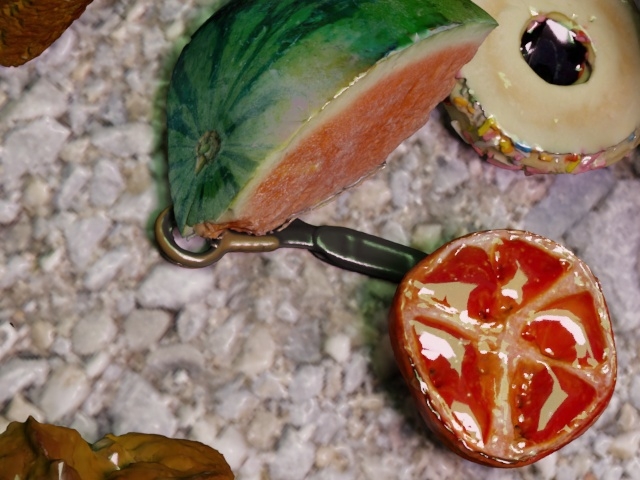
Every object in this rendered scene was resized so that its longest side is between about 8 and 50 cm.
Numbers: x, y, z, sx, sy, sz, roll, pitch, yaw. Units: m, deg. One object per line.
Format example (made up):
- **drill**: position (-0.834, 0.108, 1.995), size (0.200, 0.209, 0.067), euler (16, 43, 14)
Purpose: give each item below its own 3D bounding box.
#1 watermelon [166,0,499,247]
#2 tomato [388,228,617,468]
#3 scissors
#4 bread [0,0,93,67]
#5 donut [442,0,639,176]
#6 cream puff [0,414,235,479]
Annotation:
- **watermelon**: position (-0.020, -0.117, 1.170), size (0.231, 0.128, 0.146), euler (-29, 64, -28)
- **tomato**: position (0.113, 0.070, 1.179), size (0.155, 0.069, 0.156), euler (5, 74, -16)
- **scissors**: position (0.000, 0.000, 1.189), size (0.220, 0.017, 0.088), euler (16, 64, -15)
- **bread**: position (-0.169, -0.194, 1.100), size (0.103, 0.172, 0.132), euler (19, 66, -17)
- **donut**: position (0.151, -0.120, 1.256), size (0.174, 0.068, 0.175), euler (6, 70, -17)
- **cream puff**: position (-0.150, 0.206, 0.998), size (0.241, 0.155, 0.269), euler (42, 71, 2)
